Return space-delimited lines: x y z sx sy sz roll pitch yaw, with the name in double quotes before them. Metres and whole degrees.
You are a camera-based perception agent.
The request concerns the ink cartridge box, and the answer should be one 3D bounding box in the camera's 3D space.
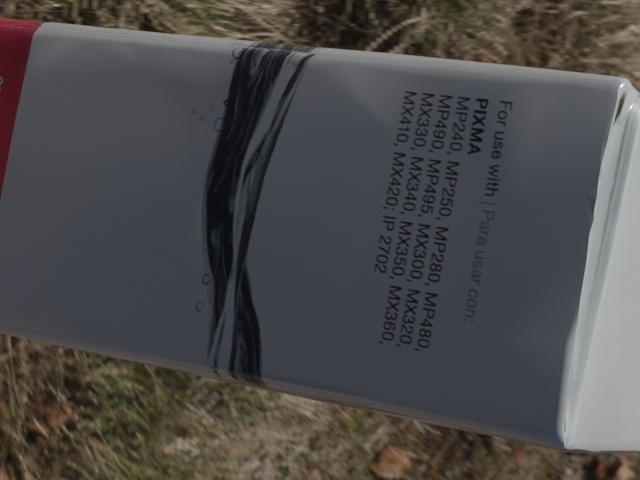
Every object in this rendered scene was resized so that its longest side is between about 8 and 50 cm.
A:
"ink cartridge box" 0.000 0.000 0.493 0.237 0.172 0.100 9 87 25
